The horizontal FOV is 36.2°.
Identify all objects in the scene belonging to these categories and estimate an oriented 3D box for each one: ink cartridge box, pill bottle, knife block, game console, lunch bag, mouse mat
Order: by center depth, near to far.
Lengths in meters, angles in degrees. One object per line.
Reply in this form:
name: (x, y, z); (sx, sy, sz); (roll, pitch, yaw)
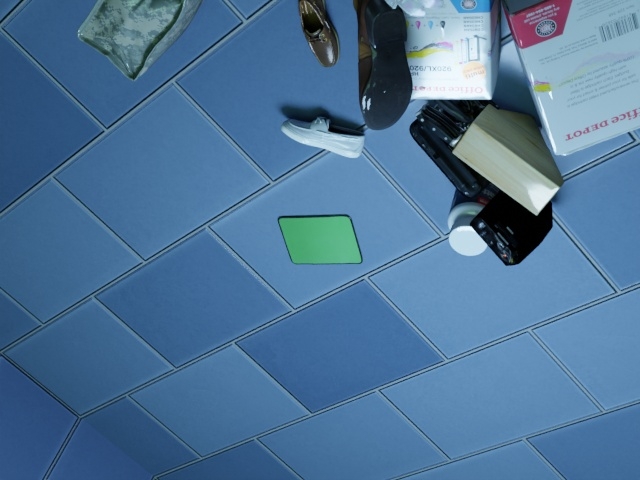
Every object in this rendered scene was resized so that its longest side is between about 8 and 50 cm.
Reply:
ink cartridge box: (0.479, -0.338, 1.772); (0.226, 0.131, 0.306); (-19, 124, 11)
ink cartridge box: (0.242, -0.399, 1.810); (0.171, 0.168, 0.232); (4, 131, 16)
lunch bag: (-0.307, -0.488, 1.885); (0.169, 0.235, 0.287); (39, 132, -12)
knife block: (0.323, -0.189, 1.928); (0.242, 0.275, 0.088); (5, 140, -25)
game console: (0.332, -0.128, 2.018); (0.361, 0.213, 0.044); (49, 137, 0)
pill bottle: (0.328, -0.056, 2.076); (0.108, 0.180, 0.108); (10, 133, 11)
mouse mat: (0.000, 0.000, 2.364); (0.190, 0.007, 0.152); (-2, 129, 20)

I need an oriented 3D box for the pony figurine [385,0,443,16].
pony figurine: (0.119, -0.579, 1.526); (0.303, 0.363, 0.351); (-42, 72, 15)

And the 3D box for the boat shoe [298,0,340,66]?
boat shoe: (-0.009, -0.421, 1.958); (0.064, 0.060, 0.178); (-3, 129, 22)

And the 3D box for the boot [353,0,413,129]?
boot: (0.086, -0.377, 1.816); (0.096, 0.280, 0.264); (-13, 130, -4)

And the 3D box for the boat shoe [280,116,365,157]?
boat shoe: (0.008, -0.235, 2.118); (0.184, 0.066, 0.063); (21, 120, 4)
